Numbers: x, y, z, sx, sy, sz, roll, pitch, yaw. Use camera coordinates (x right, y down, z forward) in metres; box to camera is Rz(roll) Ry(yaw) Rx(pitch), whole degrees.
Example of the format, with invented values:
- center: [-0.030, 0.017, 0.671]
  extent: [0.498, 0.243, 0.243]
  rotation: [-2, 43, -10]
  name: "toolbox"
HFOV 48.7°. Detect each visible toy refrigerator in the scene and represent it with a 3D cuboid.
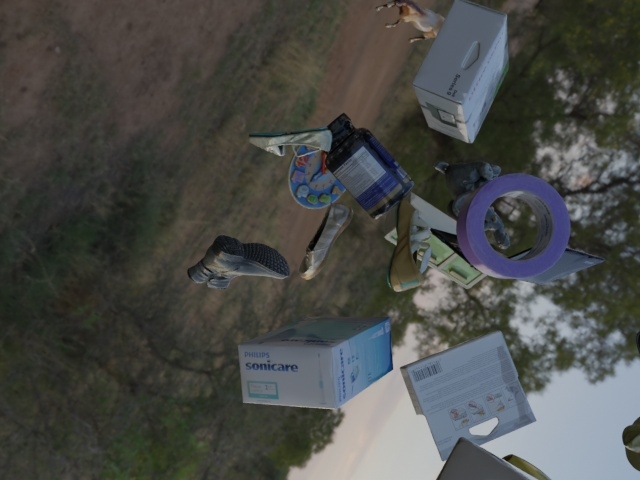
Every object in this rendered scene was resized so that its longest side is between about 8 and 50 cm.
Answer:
- center: [0.293, 0.006, 1.735]
  extent: [0.102, 0.270, 0.094]
  rotation: [-44, -156, 38]
  name: "toy refrigerator"

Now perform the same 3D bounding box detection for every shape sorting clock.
- center: [0.007, -0.173, 1.722]
  extent: [0.206, 0.040, 0.206]
  rotation: [-16, 120, -30]
  name: "shape sorting clock"

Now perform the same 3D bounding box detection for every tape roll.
- center: [0.349, -0.024, 1.290]
  extent: [0.189, 0.189, 0.080]
  rotation: [-57, 180, -3]
  name: "tape roll"

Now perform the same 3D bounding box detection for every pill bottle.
- center: [0.089, -0.163, 1.523]
  extent: [0.123, 0.219, 0.123]
  rotation: [-42, -177, 3]
  name: "pill bottle"

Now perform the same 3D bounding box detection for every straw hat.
- center: [0.674, 0.418, 1.492]
  extent: [0.144, 0.061, 0.144]
  rotation: [-59, -162, 32]
  name: "straw hat"

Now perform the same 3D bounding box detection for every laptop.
- center: [0.417, 0.010, 1.517]
  extent: [0.234, 0.264, 0.136]
  rotation: [13, 113, -40]
  name: "laptop"

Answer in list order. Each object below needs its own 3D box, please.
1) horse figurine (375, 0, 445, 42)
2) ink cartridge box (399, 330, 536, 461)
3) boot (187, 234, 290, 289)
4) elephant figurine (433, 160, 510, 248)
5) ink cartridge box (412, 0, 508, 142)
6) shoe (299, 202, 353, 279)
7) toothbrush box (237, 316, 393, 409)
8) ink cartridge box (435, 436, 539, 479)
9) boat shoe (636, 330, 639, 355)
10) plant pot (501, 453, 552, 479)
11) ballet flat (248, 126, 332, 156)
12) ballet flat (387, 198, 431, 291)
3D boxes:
- center: [0.268, -0.591, 1.924]
  extent: [0.174, 0.263, 0.066]
  rotation: [7, -106, 62]
  name: "horse figurine"
- center: [0.395, 0.412, 1.899]
  extent: [0.297, 0.261, 0.066]
  rotation: [-18, 172, -15]
  name: "ink cartridge box"
- center: [-0.220, 0.076, 1.902]
  extent: [0.161, 0.247, 0.083]
  rotation: [-45, -141, 35]
  name: "boot"
- center: [0.442, -0.103, 2.059]
  extent: [0.169, 0.186, 0.239]
  rotation: [11, 82, -49]
  name: "elephant figurine"
- center: [0.316, -0.363, 1.553]
  extent: [0.211, 0.122, 0.289]
  rotation: [-63, 162, -1]
  name: "ink cartridge box"
- center: [0.000, 0.000, 1.722]
  extent: [0.219, 0.058, 0.076]
  rotation: [-57, -155, 21]
  name: "shoe"
- center: [-0.001, 0.245, 1.479]
  extent: [0.296, 0.217, 0.126]
  rotation: [-10, 96, -63]
  name: "toothbrush box"
- center: [0.290, 0.378, 0.880]
  extent: [0.201, 0.278, 0.117]
  rotation: [23, -100, 55]
  name: "ink cartridge box"
- center: [0.781, 0.348, 1.561]
  extent: [0.112, 0.096, 0.335]
  rotation: [-38, -126, 46]
  name: "boat shoe"
- center: [0.362, 0.461, 1.326]
  extent: [0.134, 0.095, 0.134]
  rotation: [-34, 169, -7]
  name: "plant pot"
- center: [-0.060, -0.183, 1.339]
  extent: [0.057, 0.168, 0.052]
  rotation: [-29, 116, -69]
  name: "ballet flat"
- center: [0.177, 0.006, 1.342]
  extent: [0.232, 0.073, 0.080]
  rotation: [-77, 150, -43]
  name: "ballet flat"
